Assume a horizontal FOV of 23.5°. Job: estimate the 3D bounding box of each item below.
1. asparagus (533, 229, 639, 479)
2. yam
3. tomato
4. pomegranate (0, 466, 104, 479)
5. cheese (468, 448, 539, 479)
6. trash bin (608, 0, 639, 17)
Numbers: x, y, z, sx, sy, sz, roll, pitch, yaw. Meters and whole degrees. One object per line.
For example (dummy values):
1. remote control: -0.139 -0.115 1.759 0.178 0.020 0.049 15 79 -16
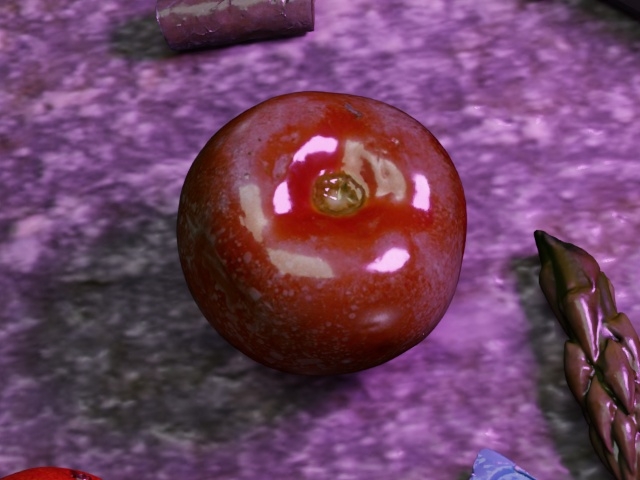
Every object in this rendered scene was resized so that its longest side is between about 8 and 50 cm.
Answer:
1. asparagus: 0.262 0.111 1.416 0.080 0.080 0.287 -12 64 3
2. yam: -0.088 -0.246 1.650 0.169 0.068 0.068 -7 63 1
3. tomato: 0.000 0.000 1.431 0.270 0.223 0.270 6 62 -11
4. pomegranate: -0.239 0.322 1.318 0.220 0.221 0.257 8 97 13
5. cheese: 0.125 0.307 1.355 0.135 0.052 0.245 32 72 19
6. trash bin: 0.446 -0.371 1.578 0.223 0.158 0.343 33 68 20
